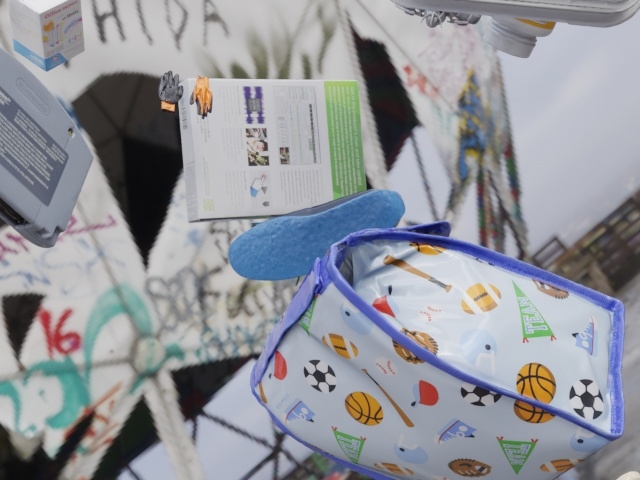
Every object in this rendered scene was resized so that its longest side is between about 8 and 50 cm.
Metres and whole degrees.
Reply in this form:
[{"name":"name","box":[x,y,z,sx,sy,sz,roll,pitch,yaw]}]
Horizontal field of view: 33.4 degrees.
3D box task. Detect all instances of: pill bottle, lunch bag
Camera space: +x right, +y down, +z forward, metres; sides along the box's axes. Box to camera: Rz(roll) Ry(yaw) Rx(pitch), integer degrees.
[{"name":"pill bottle","box":[0.336,-0.403,1.685,0.117,0.117,0.215,-29,-35,-59]},{"name":"lunch bag","box":[0.132,0.155,1.339,0.328,0.385,0.239,121,165,-50]}]

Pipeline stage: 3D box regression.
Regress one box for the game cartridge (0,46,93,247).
[{"name":"game cartridge","box":[-0.446,-0.149,1.511,0.062,0.297,0.198,-10,51,26]}]

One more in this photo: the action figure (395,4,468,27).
[{"name":"action figure","box":[0.251,-0.524,2.085,0.099,0.185,0.285,104,-173,-64]}]

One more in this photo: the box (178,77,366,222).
[{"name":"box","box":[-0.075,-0.153,1.794,0.322,0.232,0.058,-3,-2,-27]}]

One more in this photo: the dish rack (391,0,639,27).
[{"name":"dish rack","box":[0.234,-0.395,1.205,0.072,0.333,0.285,-99,14,-76]}]

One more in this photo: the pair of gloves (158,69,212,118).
[{"name":"pair of gloves","box":[-0.201,-0.217,1.592,0.083,0.074,0.010,7,-28,-21]}]

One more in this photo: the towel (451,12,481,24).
[{"name":"towel","box":[0.169,-0.464,1.519,0.235,0.283,0.121,-61,14,18]}]

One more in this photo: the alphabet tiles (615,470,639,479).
[{"name":"alphabet tiles","box":[0.278,0.324,1.008,0.284,0.021,0.278,-42,-45,2]}]

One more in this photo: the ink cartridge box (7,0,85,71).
[{"name":"ink cartridge box","box":[-0.474,-0.385,1.840,0.092,0.090,0.143,-39,-27,-34]}]

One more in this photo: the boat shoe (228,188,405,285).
[{"name":"boat shoe","box":[0.000,0.000,1.514,0.258,0.109,0.089,-13,2,8]}]
